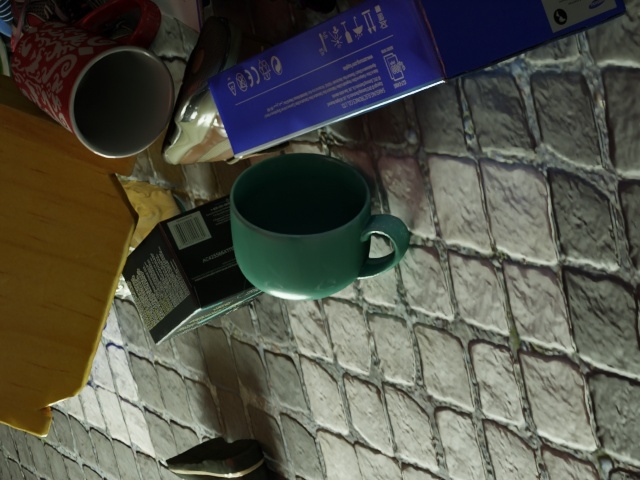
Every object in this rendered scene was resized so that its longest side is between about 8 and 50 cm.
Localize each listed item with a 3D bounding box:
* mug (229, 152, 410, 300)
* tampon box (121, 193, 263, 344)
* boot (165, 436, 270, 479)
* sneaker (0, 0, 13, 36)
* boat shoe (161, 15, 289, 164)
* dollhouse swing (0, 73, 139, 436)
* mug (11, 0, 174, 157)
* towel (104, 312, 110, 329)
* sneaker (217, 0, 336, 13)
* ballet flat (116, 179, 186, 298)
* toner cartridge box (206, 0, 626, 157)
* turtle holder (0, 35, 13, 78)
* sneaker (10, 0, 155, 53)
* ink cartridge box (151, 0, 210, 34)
[{"bbox_3d":[-0.010,0.001,1.519,0.158,0.129,0.097,42,146,41],"label":"mug"},{"bbox_3d":[-0.125,0.028,1.756,0.101,0.120,0.161,64,153,6],"label":"tampon box"},{"bbox_3d":[-0.113,0.316,1.999,0.198,0.077,0.137,-7,107,63],"label":"boot"},{"bbox_3d":[-0.390,-0.309,1.988,0.081,0.090,0.232,39,-174,18],"label":"sneaker"},{"bbox_3d":[-0.076,-0.121,1.551,0.324,0.120,0.123,168,118,-82],"label":"boat shoe"},{"bbox_3d":[-0.354,-0.020,1.905,0.305,0.315,0.347,-62,-9,-73],"label":"dollhouse swing"},{"bbox_3d":[-0.223,-0.171,1.663,0.169,0.150,0.113,29,154,51],"label":"mug"},{"bbox_3d":[-0.378,0.083,2.322,0.228,0.076,0.308,70,154,14],"label":"towel"},{"bbox_3d":[-0.038,-0.232,1.463,0.098,0.083,0.223,64,152,-2],"label":"sneaker"},{"bbox_3d":[-0.323,0.004,2.014,0.409,0.147,0.147,-3,106,51],"label":"ballet flat"},{"bbox_3d":[0.059,-0.146,1.253,0.348,0.165,0.075,-13,98,63],"label":"toner cartridge box"},{"bbox_3d":[-0.529,-0.182,2.197,0.227,0.243,0.320,-6,71,47],"label":"turtle holder"},{"bbox_3d":[-0.285,-0.244,1.859,0.299,0.121,0.112,31,131,52],"label":"sneaker"},{"bbox_3d":[-0.182,-0.385,1.635,0.307,0.072,0.304,29,132,48],"label":"ink cartridge box"}]
